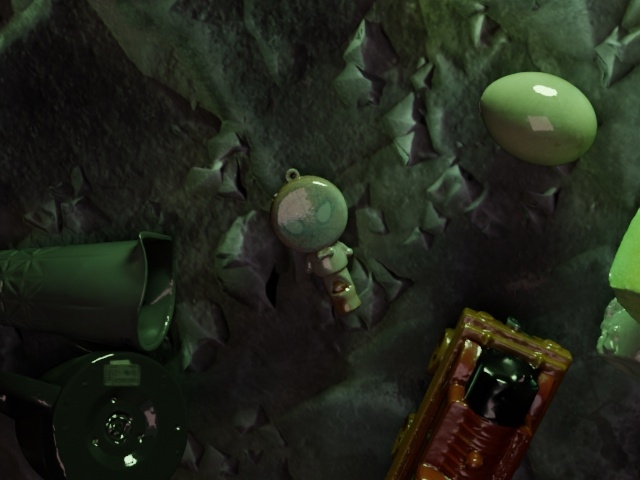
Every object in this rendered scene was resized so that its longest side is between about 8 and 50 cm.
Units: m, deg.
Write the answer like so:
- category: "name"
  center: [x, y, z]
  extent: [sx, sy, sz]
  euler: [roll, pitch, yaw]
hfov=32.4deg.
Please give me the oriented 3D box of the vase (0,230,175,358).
- category: "vase"
  center: [-0.352, 0.081, 1.564]
  extent: [0.301, 0.156, 0.251]
  euler: [2, 131, 15]

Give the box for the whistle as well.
- category: "whistle"
  center: [0.000, 0.000, 1.519]
  extent: [0.107, 0.057, 0.220]
  euler: [-24, 104, 1]

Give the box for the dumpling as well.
- category: "dumpling"
  center: [0.476, 0.134, 1.443]
  extent: [0.216, 0.105, 0.149]
  euler: [26, 110, 4]

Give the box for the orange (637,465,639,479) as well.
- category: "orange"
  center: [0.500, 0.312, 1.469]
  extent: [0.156, 0.156, 0.134]
  euler: [11, 86, 7]

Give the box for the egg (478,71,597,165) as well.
- category: "egg"
  center: [0.275, -0.155, 1.396]
  extent: [0.152, 0.114, 0.114]
  euler: [20, 107, 7]

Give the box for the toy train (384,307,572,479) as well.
- category: "toy train"
  center: [0.191, 0.280, 1.467]
  extent: [0.163, 0.231, 0.369]
  euler: [23, 108, 0]

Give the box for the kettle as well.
- category: "kettle"
  center: [-0.355, 0.261, 1.548]
  extent: [0.271, 0.250, 0.207]
  euler: [-9, 89, 54]

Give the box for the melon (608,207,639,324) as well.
- category: "melon"
  center: [0.565, -0.006, 1.338]
  extent: [0.331, 0.226, 0.343]
  euler: [31, 72, 12]
